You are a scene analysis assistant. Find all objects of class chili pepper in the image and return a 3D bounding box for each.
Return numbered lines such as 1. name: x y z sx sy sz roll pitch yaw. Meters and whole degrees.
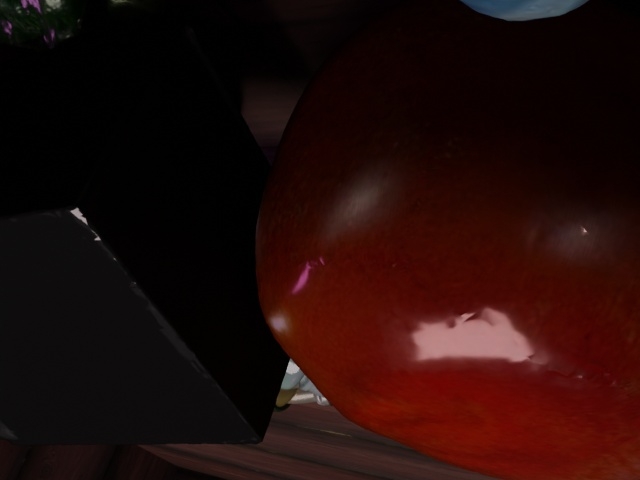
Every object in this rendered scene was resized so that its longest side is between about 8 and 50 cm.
1. chili pepper: -0.227 -0.192 0.649 0.270 0.099 0.136 16 137 14

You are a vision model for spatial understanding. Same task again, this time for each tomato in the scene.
1. tomato: 0.123 0.001 0.574 0.325 0.293 0.290 28 142 -4

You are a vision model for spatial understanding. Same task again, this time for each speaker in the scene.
1. speaker: -0.166 0.009 0.639 0.253 0.184 0.232 -7 134 27

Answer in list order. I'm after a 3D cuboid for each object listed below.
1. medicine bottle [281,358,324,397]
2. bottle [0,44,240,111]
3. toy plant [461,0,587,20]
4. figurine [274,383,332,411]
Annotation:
1. medicine bottle: -0.059 0.102 1.134 0.225 0.139 0.139 24 158 -8
2. bottle: -0.246 -0.118 0.787 0.336 0.144 0.144 20 158 4
3. toy plant: 0.052 -0.197 0.274 0.332 0.247 0.247 18 159 -13
4. figurine: -0.130 0.177 1.344 0.369 0.167 0.281 3 149 20
